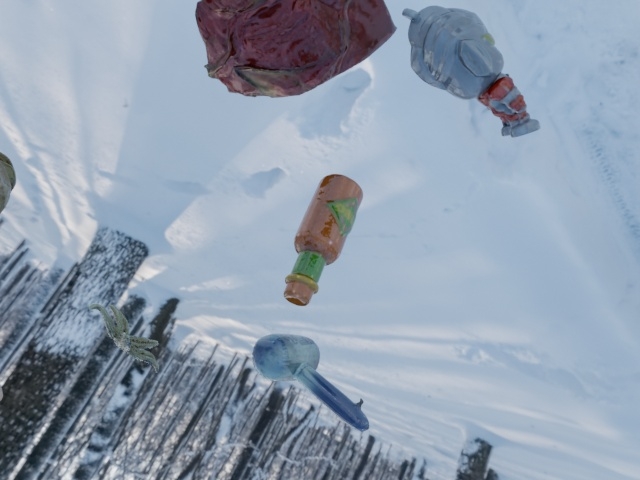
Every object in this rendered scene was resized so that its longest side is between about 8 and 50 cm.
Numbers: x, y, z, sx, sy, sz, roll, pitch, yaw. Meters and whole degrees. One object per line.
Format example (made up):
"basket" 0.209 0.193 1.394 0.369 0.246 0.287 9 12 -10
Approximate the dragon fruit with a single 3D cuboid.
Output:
"dragon fruit" -0.093 -0.406 0.768 0.330 0.302 0.240 57 -179 -33

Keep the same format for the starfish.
"starfish" -0.425 0.198 1.060 0.176 0.053 0.208 46 167 40

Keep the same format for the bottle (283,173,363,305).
"bottle" 0.000 0.000 0.645 0.069 0.187 0.069 17 151 10

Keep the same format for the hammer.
"hammer" -0.005 0.203 0.697 0.194 0.069 0.116 32 -176 32

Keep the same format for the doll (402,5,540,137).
"doll" 0.151 -0.171 0.492 0.180 0.079 0.094 42 -169 -11

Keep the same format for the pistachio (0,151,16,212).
"pistachio" -0.415 -0.056 0.530 0.113 0.149 0.113 52 157 33

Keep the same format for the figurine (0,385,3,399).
"figurine" -0.352 0.058 0.341 0.237 0.162 0.141 23 120 13
